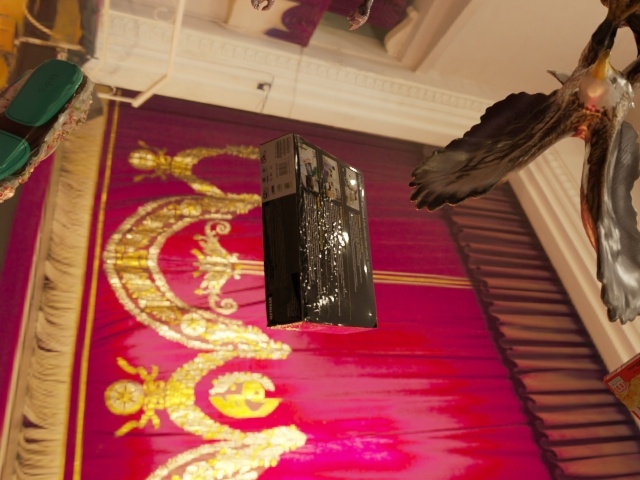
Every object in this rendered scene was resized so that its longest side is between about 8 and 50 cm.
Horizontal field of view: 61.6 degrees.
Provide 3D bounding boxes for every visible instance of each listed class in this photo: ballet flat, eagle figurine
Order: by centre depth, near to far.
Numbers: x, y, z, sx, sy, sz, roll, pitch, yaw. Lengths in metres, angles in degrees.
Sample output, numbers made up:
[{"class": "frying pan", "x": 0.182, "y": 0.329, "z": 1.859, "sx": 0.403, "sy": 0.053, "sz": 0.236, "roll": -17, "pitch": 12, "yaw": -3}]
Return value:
[{"class": "ballet flat", "x": -0.296, "y": -0.085, "z": 0.512, "sx": 0.241, "sy": 0.091, "sz": 0.077, "roll": -63, "pitch": 179, "yaw": -41}, {"class": "eagle figurine", "x": 0.251, "y": -0.102, "z": 0.523, "sx": 0.298, "sy": 0.225, "sz": 0.226, "roll": -61, "pitch": -146, "yaw": 3}]

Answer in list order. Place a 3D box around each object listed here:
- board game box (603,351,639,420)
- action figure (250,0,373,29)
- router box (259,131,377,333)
[{"class": "board game box", "x": 0.572, "y": 0.251, "z": 0.832, "sx": 0.146, "sy": 0.045, "sz": 0.193, "roll": -47, "pitch": -111, "yaw": 20}, {"class": "action figure", "x": -0.007, "y": -0.527, "z": 0.925, "sx": 0.370, "sy": 0.248, "sz": 0.275, "roll": -36, "pitch": 142, "yaw": -72}, {"class": "router box", "x": 0.000, "y": 0.000, "z": 0.536, "sx": 0.046, "sy": 0.133, "sz": 0.178, "roll": -14, "pitch": -109, "yaw": 33}]
